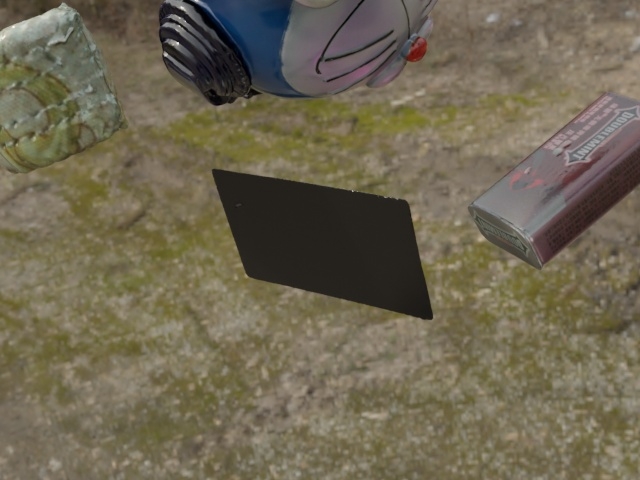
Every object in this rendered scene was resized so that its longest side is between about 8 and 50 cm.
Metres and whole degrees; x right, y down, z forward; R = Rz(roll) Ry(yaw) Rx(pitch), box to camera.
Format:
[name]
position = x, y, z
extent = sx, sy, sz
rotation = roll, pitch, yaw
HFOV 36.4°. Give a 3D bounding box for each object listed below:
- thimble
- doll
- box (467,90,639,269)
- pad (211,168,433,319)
[thimble]
position = -0.296, -0.162, 1.038
extent = 0.191, 0.143, 0.137
rotation = -13, 22, 31
[doll]
position = -0.017, -0.235, 0.742
extent = 0.240, 0.310, 0.284
rotation = 38, 85, 19
[box]
position = 0.288, -0.072, 1.103
extent = 0.224, 0.069, 0.120
rotation = -38, 32, -8
[pad]
position = 0.000, 0.000, 1.078
extent = 0.265, 0.159, 0.009
rotation = 11, 42, 34
